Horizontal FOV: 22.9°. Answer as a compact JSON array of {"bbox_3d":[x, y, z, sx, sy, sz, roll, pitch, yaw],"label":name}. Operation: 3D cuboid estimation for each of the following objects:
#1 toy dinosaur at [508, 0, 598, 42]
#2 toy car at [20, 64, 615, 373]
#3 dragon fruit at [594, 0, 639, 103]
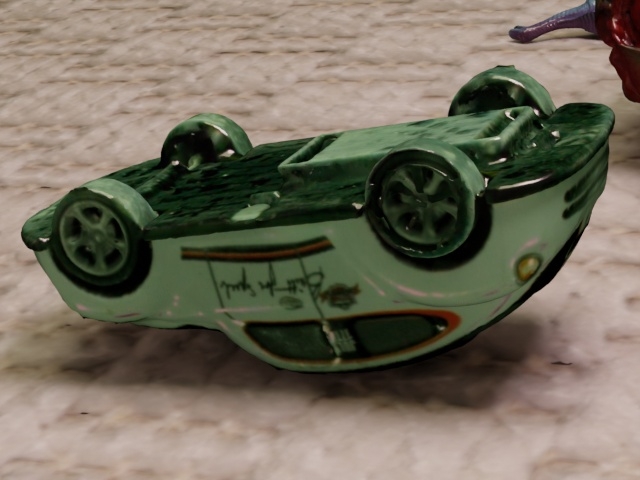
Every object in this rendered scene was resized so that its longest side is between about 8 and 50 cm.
[{"bbox_3d":[0.254,-0.194,1.317,0.197,0.045,0.080,-8,33,18],"label":"toy dinosaur"},{"bbox_3d":[0.000,0.000,0.790,0.305,0.125,0.136,-8,17,27],"label":"toy car"},{"bbox_3d":[0.296,-0.168,0.961,0.233,0.234,0.293,-27,11,-41],"label":"dragon fruit"}]
